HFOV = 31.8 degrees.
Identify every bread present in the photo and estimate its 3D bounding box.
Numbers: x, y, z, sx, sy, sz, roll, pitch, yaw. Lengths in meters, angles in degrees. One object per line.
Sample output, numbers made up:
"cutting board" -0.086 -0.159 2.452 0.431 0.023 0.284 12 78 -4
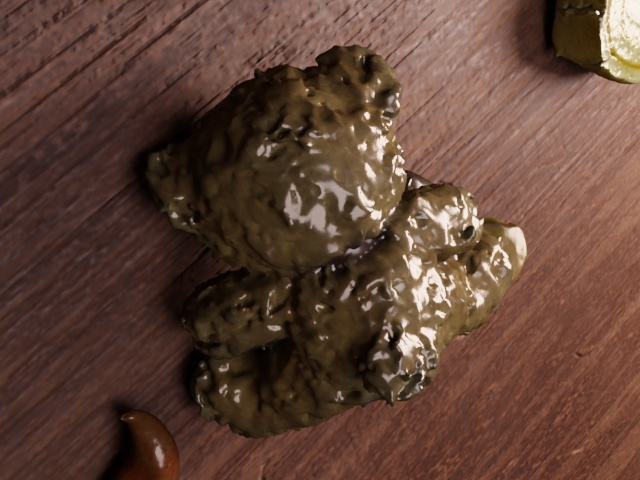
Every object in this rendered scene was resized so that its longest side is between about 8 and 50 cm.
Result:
"bread" 0.278 -0.208 1.042 0.156 0.064 0.117 14 99 -45

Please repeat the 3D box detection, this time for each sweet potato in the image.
"sweet potato" -0.141 0.220 0.809 0.055 0.058 0.202 13 97 -23

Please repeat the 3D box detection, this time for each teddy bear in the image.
"teddy bear" 0.000 0.000 0.795 0.267 0.156 0.256 -29 102 -9

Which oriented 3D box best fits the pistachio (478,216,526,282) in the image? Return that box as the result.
"pistachio" 0.093 0.014 0.947 0.173 0.049 0.090 -13 88 -28
